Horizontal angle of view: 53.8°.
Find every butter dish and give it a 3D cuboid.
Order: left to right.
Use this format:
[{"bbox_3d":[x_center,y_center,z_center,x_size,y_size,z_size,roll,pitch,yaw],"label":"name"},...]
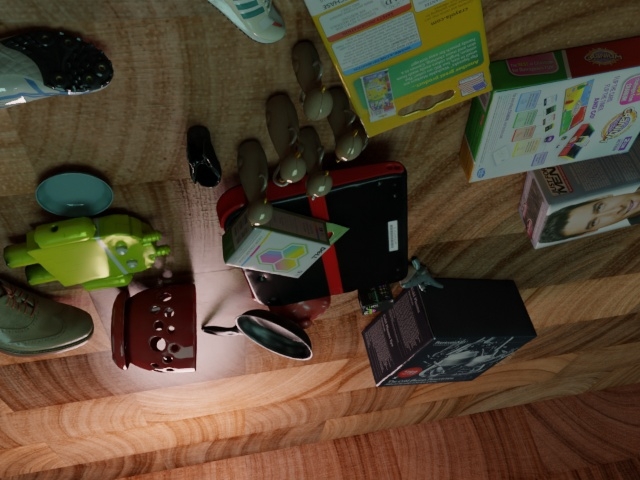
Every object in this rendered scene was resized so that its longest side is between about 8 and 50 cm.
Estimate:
[{"bbox_3d":[-0.046,0.149,1.464,0.160,0.118,0.160,-34,144,32],"label":"butter dish"}]

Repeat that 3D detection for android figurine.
[{"bbox_3d":[-0.420,0.024,1.161,0.273,0.056,0.248,-9,154,-4],"label":"android figurine"}]

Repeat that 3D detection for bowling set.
[{"bbox_3d":[0.007,-0.145,0.966,0.200,0.154,0.287,4,146,-26],"label":"bowling set"}]

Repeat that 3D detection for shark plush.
[{"bbox_3d":[0.240,0.101,1.548,0.073,0.067,0.161,-29,146,24],"label":"shark plush"}]

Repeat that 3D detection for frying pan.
[{"bbox_3d":[-0.138,0.229,1.506,0.197,0.053,0.326,37,151,-20],"label":"frying pan"}]

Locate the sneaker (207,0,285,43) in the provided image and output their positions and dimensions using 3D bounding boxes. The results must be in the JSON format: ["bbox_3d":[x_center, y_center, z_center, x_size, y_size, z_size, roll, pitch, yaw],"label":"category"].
[{"bbox_3d":[-0.084,-0.303,0.765,0.075,0.057,0.161,-26,145,31],"label":"sneaker"}]

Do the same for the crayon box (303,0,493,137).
[{"bbox_3d":[0.104,-0.292,0.834,0.203,0.083,0.323,-20,148,10],"label":"crayon box"}]

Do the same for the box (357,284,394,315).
[{"bbox_3d":[0.140,0.148,1.600,0.083,0.052,0.062,-13,151,-3],"label":"box"}]

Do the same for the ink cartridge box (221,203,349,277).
[{"bbox_3d":[-0.056,0.008,1.113,0.209,0.062,0.109,14,138,-34],"label":"ink cartridge box"}]

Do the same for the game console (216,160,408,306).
[{"bbox_3d":[0.000,0.000,1.228,0.342,0.060,0.386,-13,147,0],"label":"game console"}]

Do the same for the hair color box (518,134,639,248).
[{"bbox_3d":[0.618,-0.113,1.303,0.375,0.113,0.185,-14,150,2],"label":"hair color box"}]

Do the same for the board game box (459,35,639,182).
[{"bbox_3d":[0.417,-0.222,1.091,0.317,0.064,0.242,-11,149,-5],"label":"board game box"}]

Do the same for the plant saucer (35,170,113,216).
[{"bbox_3d":[-0.404,-0.081,1.039,0.119,0.021,0.119,-10,149,-6],"label":"plant saucer"}]

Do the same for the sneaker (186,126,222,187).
[{"bbox_3d":[-0.186,-0.113,1.005,0.051,0.089,0.170,-10,149,-6],"label":"sneaker"}]

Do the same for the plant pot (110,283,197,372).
[{"bbox_3d":[-0.350,0.188,1.342,0.174,0.191,0.191,0,147,-12],"label":"plant pot"}]

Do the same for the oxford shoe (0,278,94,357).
[{"bbox_3d":[-0.607,0.144,1.235,0.348,0.123,0.130,11,136,-37],"label":"oxford shoe"}]

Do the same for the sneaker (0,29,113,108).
[{"bbox_3d":[-0.384,-0.208,0.794,0.237,0.085,0.086,-8,175,-15],"label":"sneaker"}]

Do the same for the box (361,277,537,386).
[{"bbox_3d":[0.345,0.257,1.739,0.343,0.178,0.312,2,145,-26],"label":"box"}]
